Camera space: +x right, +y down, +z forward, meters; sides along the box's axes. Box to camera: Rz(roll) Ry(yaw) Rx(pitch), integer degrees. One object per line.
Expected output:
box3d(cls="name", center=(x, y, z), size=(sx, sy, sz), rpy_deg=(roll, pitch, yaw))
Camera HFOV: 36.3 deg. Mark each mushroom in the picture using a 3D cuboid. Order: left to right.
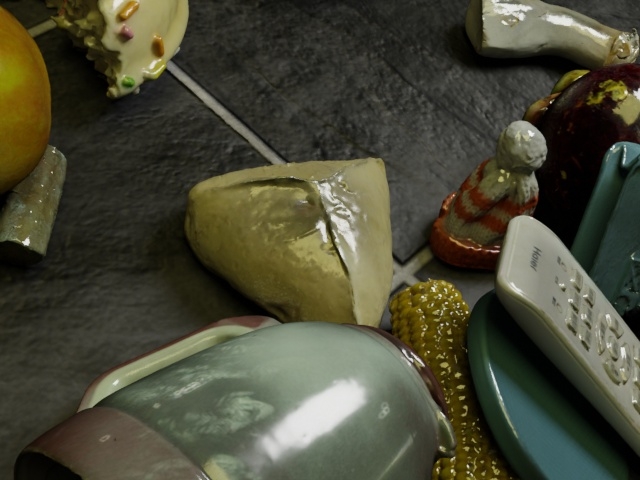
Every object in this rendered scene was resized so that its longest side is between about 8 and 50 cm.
box3d(cls="mushroom", center=(0.298, -0.263, 1.249), size=(0.223, 0.081, 0.092), rpy_deg=(13, 34, -8))

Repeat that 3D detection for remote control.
box3d(cls="remote control", center=(0.256, 0.117, 0.894), size=(0.313, 0.055, 0.109), rpy_deg=(48, 37, -19))

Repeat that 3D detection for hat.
box3d(cls="hat", center=(0.185, -0.049, 1.009), size=(0.112, 0.162, 0.094), rpy_deg=(3, 51, -17))

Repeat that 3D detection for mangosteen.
box3d(cls="mangosteen", center=(0.317, -0.111, 1.092), size=(0.192, 0.192, 0.217), rpy_deg=(-6, 25, -19))

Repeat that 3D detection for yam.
box3d(cls="yam", center=(-0.282, -0.035, 0.949), size=(0.054, 0.054, 0.132), rpy_deg=(9, 52, -8))

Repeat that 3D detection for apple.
box3d(cls="apple", center=(-0.360, -0.130, 0.893), size=(0.207, 0.237, 0.237), rpy_deg=(10, 50, -31))

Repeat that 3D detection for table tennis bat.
box3d(cls="table tennis bat", center=(0.220, 0.117, 0.923), size=(0.215, 0.044, 0.329), rpy_deg=(42, 34, -17))

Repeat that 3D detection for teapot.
box3d(cls="teapot", center=(-0.065, 0.168, 0.774), size=(0.315, 0.233, 0.312), rpy_deg=(23, 39, 40))

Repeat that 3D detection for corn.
box3d(cls="corn", center=(0.126, 0.175, 0.870), size=(0.101, 0.101, 0.310), rpy_deg=(4, 52, -12))

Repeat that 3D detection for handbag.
box3d(cls="handbag", center=(0.363, 0.006, 0.991), size=(0.229, 0.179, 0.062), rpy_deg=(13, 10, -26))

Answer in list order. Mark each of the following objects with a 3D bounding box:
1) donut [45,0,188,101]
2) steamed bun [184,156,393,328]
box3d(cls="donut", center=(-0.325, -0.313, 1.080), size=(0.371, 0.150, 0.307), rpy_deg=(12, 52, -4))
box3d(cls="steamed bun", center=(-0.027, -0.013, 0.963), size=(0.212, 0.110, 0.231), rpy_deg=(8, 50, -8))
